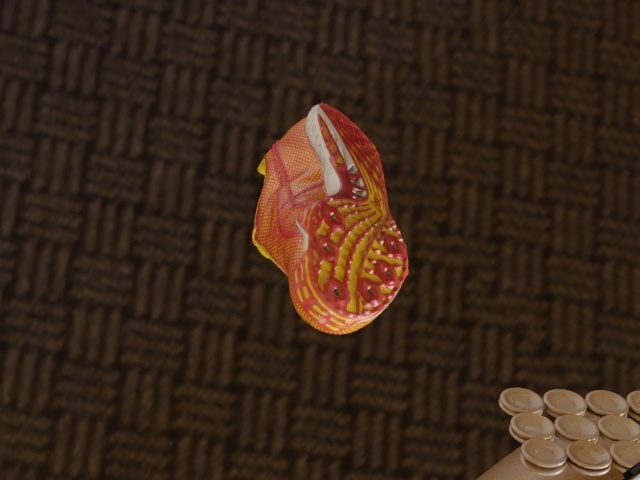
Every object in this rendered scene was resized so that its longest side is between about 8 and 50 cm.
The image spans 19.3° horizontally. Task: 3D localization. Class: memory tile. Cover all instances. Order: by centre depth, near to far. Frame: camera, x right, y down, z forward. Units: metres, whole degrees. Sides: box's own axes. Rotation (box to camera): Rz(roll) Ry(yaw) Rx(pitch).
[{"bbox_3d":[0.222,0.154,1.511,0.148,0.012,0.113,3,28,-12],"label":"memory tile"}]

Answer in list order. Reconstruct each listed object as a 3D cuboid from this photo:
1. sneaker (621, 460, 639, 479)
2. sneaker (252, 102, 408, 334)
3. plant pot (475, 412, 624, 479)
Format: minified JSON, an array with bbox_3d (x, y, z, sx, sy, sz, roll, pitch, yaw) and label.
[{"bbox_3d":[0.238,0.196,1.208,0.283,0.107,0.124,-38,82,10],"label":"sneaker"},{"bbox_3d":[0.000,0.000,0.911,0.064,0.067,0.175,37,22,-18],"label":"sneaker"},{"bbox_3d":[0.164,0.307,1.644,0.254,0.237,0.237,-24,73,-11],"label":"plant pot"}]
